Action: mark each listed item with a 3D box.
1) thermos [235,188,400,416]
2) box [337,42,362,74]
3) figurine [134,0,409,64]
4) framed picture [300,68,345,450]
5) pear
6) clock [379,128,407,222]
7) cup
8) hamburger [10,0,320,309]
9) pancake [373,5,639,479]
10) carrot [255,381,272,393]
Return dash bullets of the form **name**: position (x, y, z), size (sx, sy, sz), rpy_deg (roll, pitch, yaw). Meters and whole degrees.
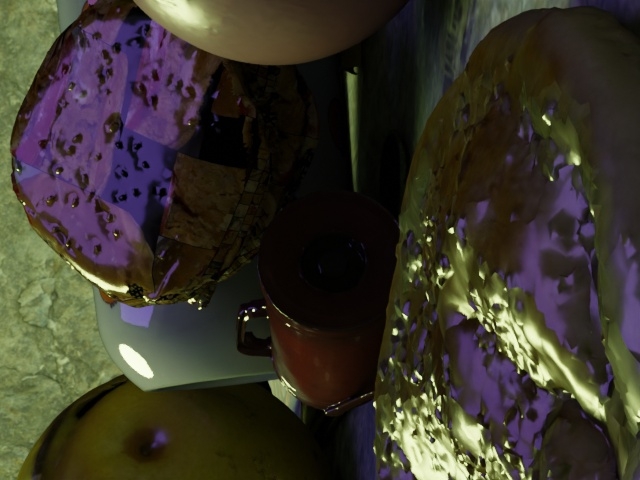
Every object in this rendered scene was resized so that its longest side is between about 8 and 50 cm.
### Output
- **thermos**: position (0.004, 0.055, 1.187), size (0.232, 0.124, 0.099), rpy_deg (92, 178, -68)
- **box**: position (0.020, -0.210, 1.405), size (0.073, 0.020, 0.149), rpy_deg (-122, 33, -72)
- **figurine**: position (-0.015, -0.220, 1.073), size (0.211, 0.261, 0.270), rpy_deg (47, 136, 16)
- **framed picture**: position (0.000, 0.000, 1.564), size (0.265, 0.016, 0.347), rpy_deg (113, 156, -70)
- **pear**: position (-0.116, 0.261, 1.514), size (0.285, 0.285, 0.336), rpy_deg (-105, 2, -60)
- **clock**: position (0.049, -0.040, 1.242), size (0.083, 0.010, 0.074), rpy_deg (-178, 88, -81)
- **cup**: position (-0.080, -0.049, 1.365), size (0.212, 0.212, 0.317), rpy_deg (140, 123, -79)
- **hamburger**: position (-0.115, -0.069, 1.207), size (0.107, 0.231, 0.231), rpy_deg (-14, -73, -61)
- **pancake**: position (0.083, 0.079, 0.771), size (0.387, 0.082, 0.387), rpy_deg (-177, 90, -79)
- **carrot**: position (-0.070, 0.201, 1.732), size (0.358, 0.074, 0.074), rpy_deg (92, 174, -60)
